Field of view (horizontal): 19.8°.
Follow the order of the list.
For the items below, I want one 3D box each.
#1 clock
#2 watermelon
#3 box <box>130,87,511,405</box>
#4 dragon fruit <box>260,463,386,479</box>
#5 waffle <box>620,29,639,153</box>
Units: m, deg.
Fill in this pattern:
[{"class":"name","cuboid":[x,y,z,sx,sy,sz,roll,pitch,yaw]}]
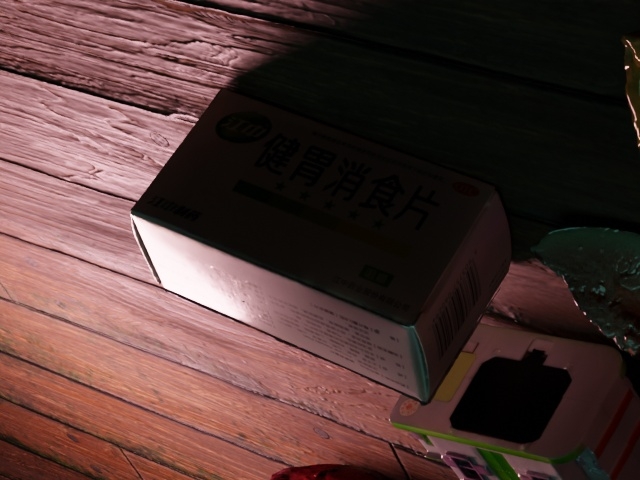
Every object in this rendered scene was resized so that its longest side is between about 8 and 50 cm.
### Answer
[{"class":"clock","cuboid":[0.253,0.245,1.896,0.235,0.166,0.309,8,146,44]},{"class":"watermelon","cuboid":[0.263,0.030,1.620,0.155,0.080,0.101,40,150,25]},{"class":"box","cuboid":[-0.002,-0.001,1.754,0.333,0.173,0.145,22,151,24]},{"class":"dragon fruit","cuboid":[0.009,0.444,2.392,0.329,0.329,0.329,27,155,14]},{"class":"waffle","cuboid":[0.326,-0.033,1.316,0.221,0.055,0.247,20,133,53]}]
